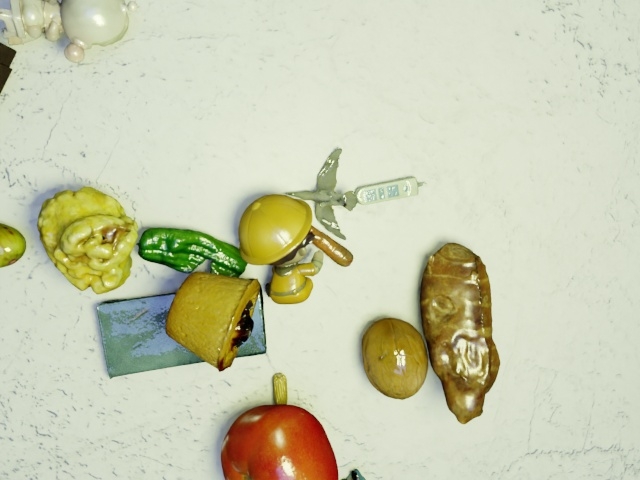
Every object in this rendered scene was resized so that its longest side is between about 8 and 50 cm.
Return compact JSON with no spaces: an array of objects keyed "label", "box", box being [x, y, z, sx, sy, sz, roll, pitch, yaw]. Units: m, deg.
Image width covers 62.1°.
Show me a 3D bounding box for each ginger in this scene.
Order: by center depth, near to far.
[{"label":"ginger","box":[0.348,0.217,1.321,0.176,0.254,0.418,-9,83,20]}]

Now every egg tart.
[{"label":"egg tart","box":[-0.224,0.162,1.152,0.170,0.215,0.215,21,96,4]}]

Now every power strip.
[{"label":"power strip","box":[0.170,-0.122,1.299,0.191,0.030,0.048,-12,103,-8]}]

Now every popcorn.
[{"label":"popcorn","box":[-0.484,0.002,1.105,0.200,0.203,0.226,6,94,-16]}]

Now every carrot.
[{"label":"carrot","box":[0.000,0.000,1.283,0.191,0.047,0.047,36,92,-12]}]

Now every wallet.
[{"label":"wallet","box":[-0.318,0.207,1.255,0.379,0.046,0.191,-7,101,-9]}]

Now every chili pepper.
[{"label":"chili pepper","box":[-0.288,0.027,1.212,0.253,0.083,0.099,17,98,-18]}]

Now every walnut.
[{"label":"walnut","box":[0.184,0.291,1.306,0.167,0.167,0.207,-13,94,-9]}]

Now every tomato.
[{"label":"tomato","box":[-0.089,0.521,1.245,0.226,0.298,0.299,-11,104,-39]}]

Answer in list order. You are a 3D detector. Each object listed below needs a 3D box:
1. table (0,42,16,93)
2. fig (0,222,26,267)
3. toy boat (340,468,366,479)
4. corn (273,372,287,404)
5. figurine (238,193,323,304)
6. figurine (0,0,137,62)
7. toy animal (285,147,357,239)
[{"label":"table","box":[-0.716,-0.325,1.016,0.172,0.169,0.193,26,93,-15]},{"label":"fig","box":[-0.693,-0.016,1.141,0.093,0.093,0.166,-33,66,-4]},{"label":"toy boat","box":[0.042,0.701,1.387,0.097,0.100,0.223,38,89,-24]},{"label":"corn","box":[-0.100,0.379,1.334,0.037,0.037,0.092,-4,104,-10]},{"label":"figurine","box":[-0.089,0.022,1.199,0.192,0.167,0.257,-10,106,22]},{"label":"figurine","box":[-0.498,-0.463,1.058,0.256,0.182,0.144,-7,144,-16]},{"label":"toy animal","box":[0.002,-0.107,1.236,0.155,0.095,0.219,2,99,-16]}]
